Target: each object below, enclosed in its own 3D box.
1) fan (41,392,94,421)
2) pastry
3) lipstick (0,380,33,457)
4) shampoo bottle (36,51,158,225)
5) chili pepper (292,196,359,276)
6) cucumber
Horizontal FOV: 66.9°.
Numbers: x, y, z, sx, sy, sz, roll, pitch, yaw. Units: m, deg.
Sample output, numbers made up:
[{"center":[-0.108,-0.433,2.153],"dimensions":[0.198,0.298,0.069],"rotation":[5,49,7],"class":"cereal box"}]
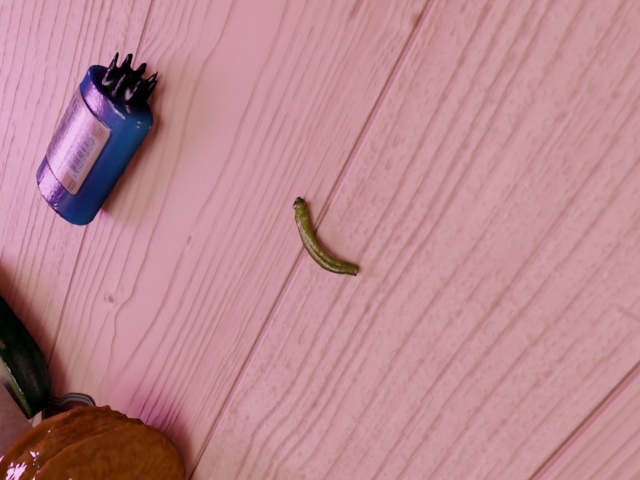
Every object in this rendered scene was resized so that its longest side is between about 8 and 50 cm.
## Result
[{"center":[-0.354,0.275,0.654],"dimensions":[0.220,0.009,0.132],"rotation":[-20,87,28],"class":"fan"},{"center":[-0.238,0.269,0.491],"dimensions":[0.103,0.189,0.188],"rotation":[5,102,41],"class":"pastry"},{"center":[-0.334,0.346,0.587],"dimensions":[0.080,0.076,0.371],"rotation":[-29,95,33],"class":"lipstick"},{"center":[-0.224,-0.104,0.488],"dimensions":[0.183,0.050,0.087],"rotation":[-46,75,27],"class":"shampoo bottle"},{"center":[0.000,0.000,0.408],"dimensions":[0.030,0.017,0.083],"rotation":[-36,81,27],"class":"chili pepper"},{"center":[-0.425,0.124,0.630],"dimensions":[0.244,0.063,0.115],"rotation":[51,125,8],"class":"cucumber"}]
